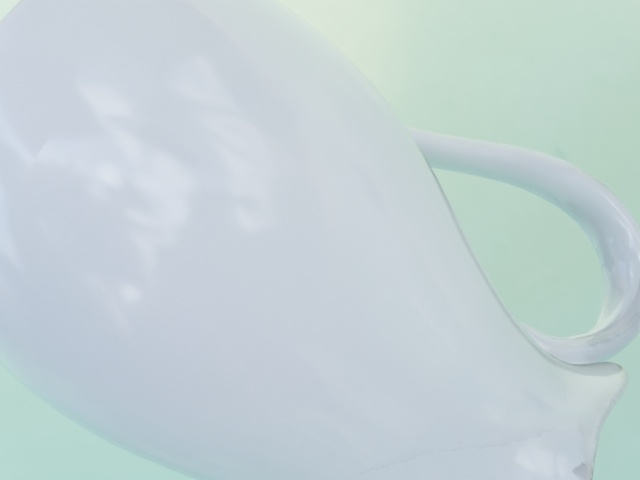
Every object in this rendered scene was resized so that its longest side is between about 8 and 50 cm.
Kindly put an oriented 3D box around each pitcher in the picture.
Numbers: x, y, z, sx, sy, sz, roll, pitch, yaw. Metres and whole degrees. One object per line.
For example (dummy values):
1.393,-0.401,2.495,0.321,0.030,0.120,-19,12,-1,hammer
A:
0.000,0.000,0.464,0.125,0.207,0.178,-41,11,48,pitcher
